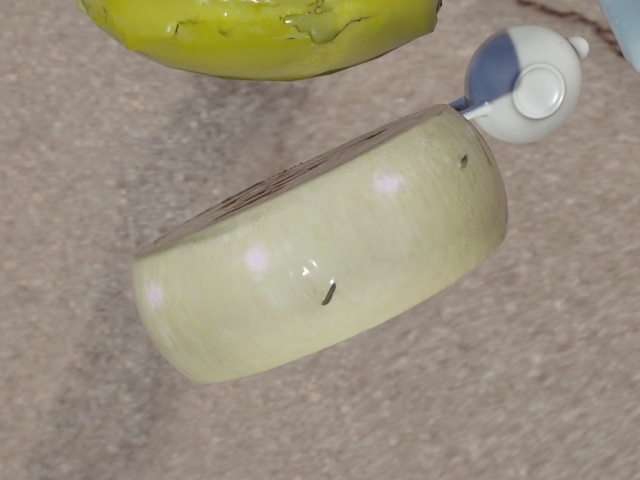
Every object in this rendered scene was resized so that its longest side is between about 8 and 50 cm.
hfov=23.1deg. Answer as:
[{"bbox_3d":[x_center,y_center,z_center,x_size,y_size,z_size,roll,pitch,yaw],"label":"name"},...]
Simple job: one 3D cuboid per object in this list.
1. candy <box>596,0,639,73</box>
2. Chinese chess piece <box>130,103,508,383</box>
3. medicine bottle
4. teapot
[{"bbox_3d":[0.235,-0.201,1.027,0.138,0.071,0.174,-22,68,0],"label":"candy"},{"bbox_3d":[0.000,0.000,1.078,0.273,0.273,0.102,-22,98,26],"label":"Chinese chess piece"},{"bbox_3d":[-0.016,-0.163,0.438,0.124,0.124,0.239,9,112,26],"label":"medicine bottle"},{"bbox_3d":[0.236,-0.184,1.881,0.226,0.092,0.145,-21,108,-7],"label":"teapot"}]
